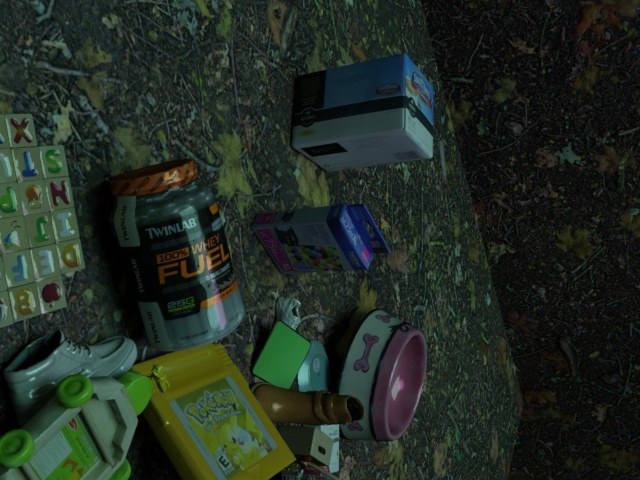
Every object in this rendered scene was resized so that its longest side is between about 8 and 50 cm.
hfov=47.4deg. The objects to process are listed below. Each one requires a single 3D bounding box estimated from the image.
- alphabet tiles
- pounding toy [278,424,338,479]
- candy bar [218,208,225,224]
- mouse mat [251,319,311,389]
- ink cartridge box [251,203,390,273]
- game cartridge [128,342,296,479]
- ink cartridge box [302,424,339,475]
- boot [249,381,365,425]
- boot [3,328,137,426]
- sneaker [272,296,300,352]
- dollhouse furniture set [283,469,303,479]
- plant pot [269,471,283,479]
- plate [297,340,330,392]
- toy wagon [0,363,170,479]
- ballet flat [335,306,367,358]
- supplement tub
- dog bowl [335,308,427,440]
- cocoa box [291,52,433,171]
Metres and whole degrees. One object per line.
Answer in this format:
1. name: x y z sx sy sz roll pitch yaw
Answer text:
1. alphabet tiles: -0.514 -0.036 1.199 0.285 0.011 0.343 -19 103 -61
2. pounding toy: -0.030 0.550 1.882 0.141 0.130 0.100 49 45 -48
3. candy bar: -0.255 -0.010 1.666 0.162 0.018 0.040 -66 144 -42
4. mouse mat: -0.097 0.300 1.873 0.153 0.007 0.190 -62 144 -14
5. ink cartridge box: 0.000 0.000 1.828 0.186 0.311 0.065 59 37 -38
6. game cartridge: -0.217 0.363 1.478 0.324 0.052 0.285 56 26 12
7. ink cartridge box: 0.001 0.562 2.007 0.109 0.063 0.151 16 72 -60
8. boot: -0.036 0.414 1.795 0.283 0.220 0.109 37 54 -54
9. boot: -0.419 0.203 1.247 0.258 0.095 0.124 -44 130 -54
10. sneaker: -0.088 0.221 1.898 0.053 0.061 0.152 29 62 -59
11. dollhouse furniture set: -0.093 0.606 1.807 0.114 0.081 0.091 -21 104 -61
12. plant pot: -0.189 0.589 1.544 0.187 0.166 0.188 -10 94 -61
13. plate: -0.010 0.377 2.056 0.188 0.024 0.188 12 77 -60
14. toy wagon: -0.389 0.332 1.204 0.344 0.068 0.267 -48 148 -36
15. ballet flat: 0.119 0.287 2.255 0.232 0.073 0.080 -56 132 -49
16. supplement tub: -0.282 0.025 1.415 0.207 0.207 0.338 -38 119 -57
17. dog bowl: 0.198 0.421 2.209 0.408 0.150 0.408 -36 131 -56
18. cocoa box: 0.124 -0.355 2.072 0.231 0.346 0.228 28 61 -58
